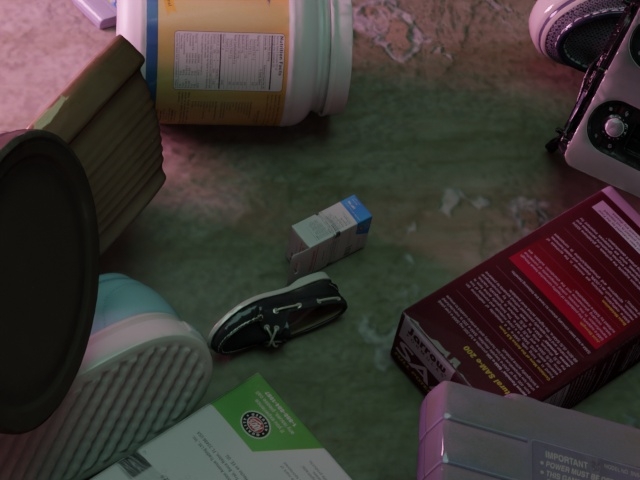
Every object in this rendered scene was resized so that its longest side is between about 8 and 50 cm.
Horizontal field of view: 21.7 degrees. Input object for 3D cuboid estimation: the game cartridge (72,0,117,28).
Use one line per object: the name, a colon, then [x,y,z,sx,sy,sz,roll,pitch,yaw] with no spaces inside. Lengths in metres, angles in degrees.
game cartridge: [-0.188,-0.233,1.574,0.083,0.017,0.056,-36,71,-28]

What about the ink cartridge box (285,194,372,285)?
ink cartridge box: [0.000,0.000,1.418,0.083,0.048,0.028,-27,63,-25]

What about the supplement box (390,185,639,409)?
supplement box: [0.191,0.067,1.386,0.239,0.073,0.130,-29,63,-26]

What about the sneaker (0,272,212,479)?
sneaker: [-0.270,0.133,1.257,0.365,0.135,0.150,-21,38,-21]

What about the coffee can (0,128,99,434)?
coffee can: [-0.317,0.017,1.140,0.275,0.201,0.202,5,53,18]

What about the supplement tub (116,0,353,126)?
supplement tub: [-0.079,-0.173,1.469,0.199,0.144,0.144,0,55,-9]

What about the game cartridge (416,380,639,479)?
game cartridge: [0.235,0.245,1.221,0.355,0.068,0.230,17,46,-14]

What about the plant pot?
plant pot: [-0.202,-0.043,1.330,0.110,0.237,0.237,44,57,-9]

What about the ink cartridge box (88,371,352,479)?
ink cartridge box: [-0.086,0.225,1.221,0.219,0.093,0.160,-31,64,-26]

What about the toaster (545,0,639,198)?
toaster: [0.280,-0.124,1.432,0.110,0.186,0.168,27,98,2]

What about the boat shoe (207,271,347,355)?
boat shoe: [-0.034,0.067,1.371,0.125,0.046,0.038,-22,56,-32]

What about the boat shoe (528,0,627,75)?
boat shoe: [0.370,-0.162,1.538,0.340,0.127,0.158,-1,49,-9]
